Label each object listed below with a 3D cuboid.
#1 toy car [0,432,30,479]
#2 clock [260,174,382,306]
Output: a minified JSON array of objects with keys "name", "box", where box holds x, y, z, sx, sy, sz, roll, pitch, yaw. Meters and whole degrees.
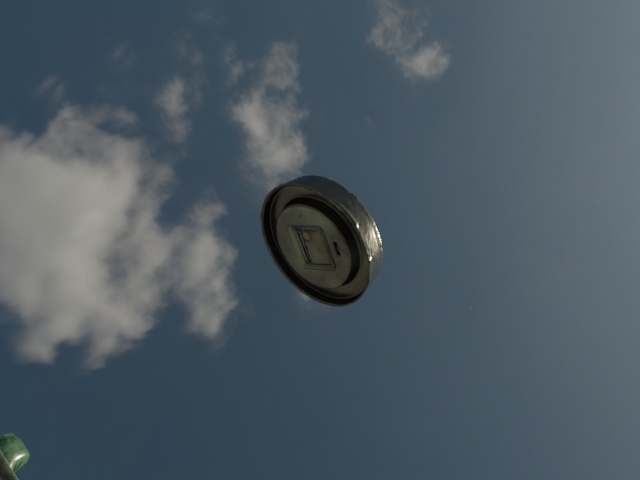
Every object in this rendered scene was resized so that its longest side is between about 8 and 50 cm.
[{"name":"toy car","box":[-0.233,0.236,0.472,0.097,0.320,0.141,-29,-102,-36]},{"name":"clock","box":[0.000,0.000,0.887,0.185,0.040,0.184,25,-47,30]}]
